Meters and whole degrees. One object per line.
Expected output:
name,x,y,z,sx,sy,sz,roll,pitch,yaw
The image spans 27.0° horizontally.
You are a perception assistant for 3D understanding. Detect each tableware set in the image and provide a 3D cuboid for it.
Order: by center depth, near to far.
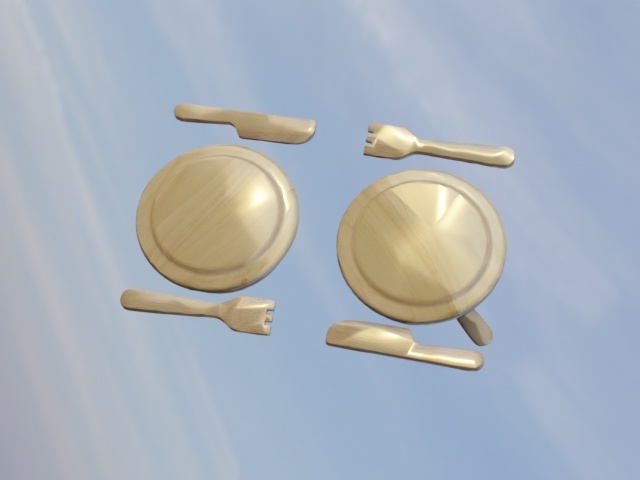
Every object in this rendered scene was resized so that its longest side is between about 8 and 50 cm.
tableware set,0.000,0.000,0.702,0.039,0.194,0.128,81,20,-64
